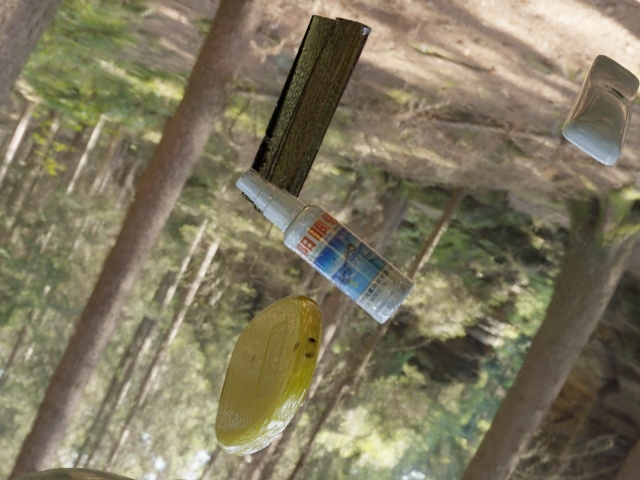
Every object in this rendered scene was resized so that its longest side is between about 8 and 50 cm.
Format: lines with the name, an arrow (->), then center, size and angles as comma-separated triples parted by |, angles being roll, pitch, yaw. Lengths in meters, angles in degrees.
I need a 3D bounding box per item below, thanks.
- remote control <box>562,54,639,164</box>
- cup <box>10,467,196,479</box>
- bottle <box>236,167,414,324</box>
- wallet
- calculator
remote control -> 0.246, -0.120, 0.680 | 0.050, 0.027, 0.184 | 36, -141, 3
cup -> -0.145, 0.202, 0.440 | 0.199, 0.199, 0.150 | 33, 168, 48
bottle -> 0.000, 0.000, 0.849 | 0.217, 0.060, 0.060 | 39, -172, 7
wallet -> -0.026, -0.147, 0.938 | 0.039, 0.243, 0.133 | 17, -169, -29
calculator -> -0.057, 0.129, 0.756 | 0.032, 0.146, 0.235 | 22, 151, -18
